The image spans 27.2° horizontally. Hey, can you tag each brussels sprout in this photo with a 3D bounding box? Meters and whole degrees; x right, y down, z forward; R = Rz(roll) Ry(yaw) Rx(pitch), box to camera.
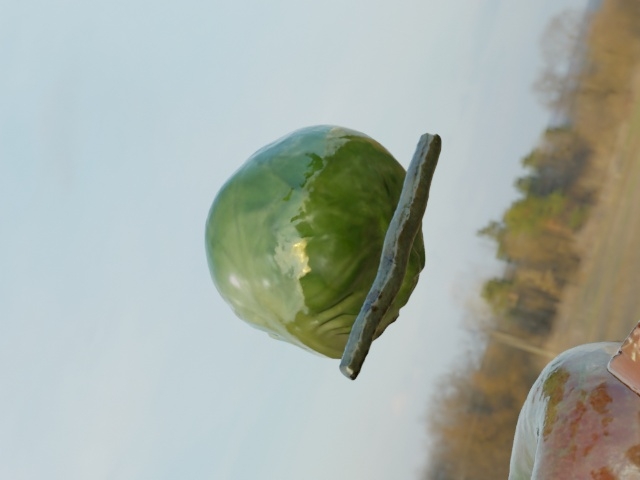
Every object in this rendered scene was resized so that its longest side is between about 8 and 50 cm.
[{"bbox_3d":[0.000,0.000,1.351,0.244,0.244,0.244,16,-90,-81],"label":"brussels sprout"}]

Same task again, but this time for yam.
[{"bbox_3d":[0.057,0.010,1.027,0.029,0.027,0.234,-36,27,54],"label":"yam"}]

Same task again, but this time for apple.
[{"bbox_3d":[0.281,0.239,1.091,0.277,0.250,0.309,-76,-8,-69],"label":"apple"}]

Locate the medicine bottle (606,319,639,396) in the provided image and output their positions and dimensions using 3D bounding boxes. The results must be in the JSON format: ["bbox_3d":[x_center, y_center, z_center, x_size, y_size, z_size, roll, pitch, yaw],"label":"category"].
[{"bbox_3d":[0.318,0.128,0.796,0.157,0.289,0.157,-47,-16,-17],"label":"medicine bottle"}]
